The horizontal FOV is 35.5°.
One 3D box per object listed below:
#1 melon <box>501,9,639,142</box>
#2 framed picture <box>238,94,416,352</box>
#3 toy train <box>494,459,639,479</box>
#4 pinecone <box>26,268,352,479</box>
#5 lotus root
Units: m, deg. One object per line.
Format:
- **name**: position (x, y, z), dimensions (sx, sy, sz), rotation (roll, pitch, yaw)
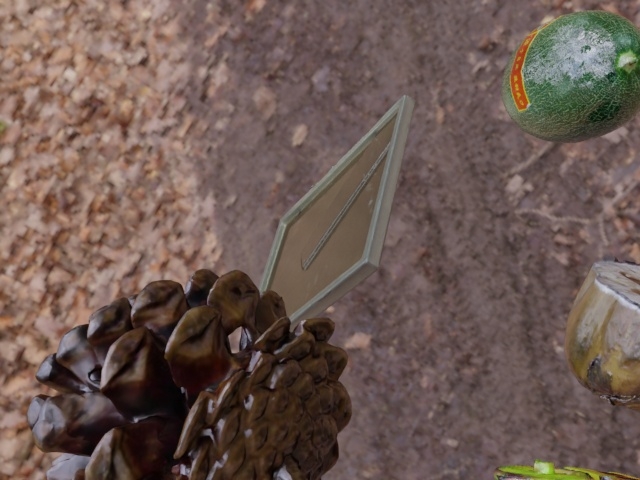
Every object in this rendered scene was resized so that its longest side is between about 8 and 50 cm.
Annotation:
- **melon**: position (0.362, -0.228, 1.398), dimensions (0.182, 0.182, 0.287), rotation (-65, 16, -10)
- **framed picture**: position (0.000, 0.000, 0.899), dimensions (0.250, 0.016, 0.184), rotation (-42, 26, 50)
- **toy train**: position (0.242, 0.233, 0.763), dimensions (0.296, 0.160, 0.101), rotation (169, 110, -74)
- **pinecone**: position (-0.085, 0.112, 0.612), dimensions (0.207, 0.207, 0.208), rotation (-33, 41, 33)
- **lotus root**: position (0.464, 0.150, 1.356), dimensions (0.272, 0.272, 0.192), rotation (43, 114, 57)
